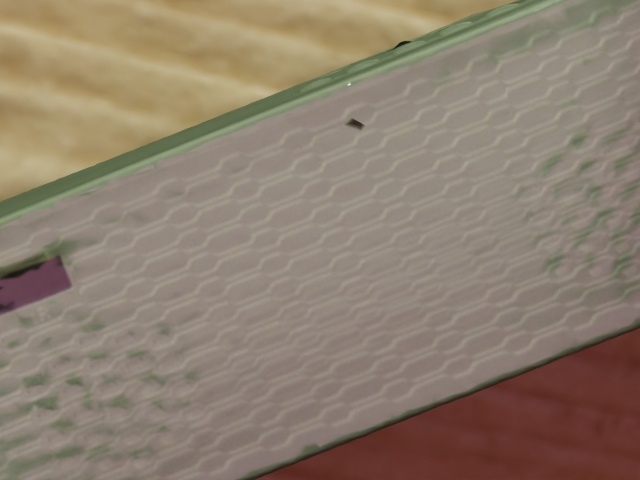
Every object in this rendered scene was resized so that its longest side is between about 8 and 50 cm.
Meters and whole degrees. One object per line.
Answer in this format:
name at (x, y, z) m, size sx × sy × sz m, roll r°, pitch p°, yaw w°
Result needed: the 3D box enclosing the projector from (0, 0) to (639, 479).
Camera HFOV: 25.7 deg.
projector at (0.000, 0.000, 0.491) m, size 0.250 × 0.198 × 0.108 m, roll -23°, pitch 98°, yaw -3°
